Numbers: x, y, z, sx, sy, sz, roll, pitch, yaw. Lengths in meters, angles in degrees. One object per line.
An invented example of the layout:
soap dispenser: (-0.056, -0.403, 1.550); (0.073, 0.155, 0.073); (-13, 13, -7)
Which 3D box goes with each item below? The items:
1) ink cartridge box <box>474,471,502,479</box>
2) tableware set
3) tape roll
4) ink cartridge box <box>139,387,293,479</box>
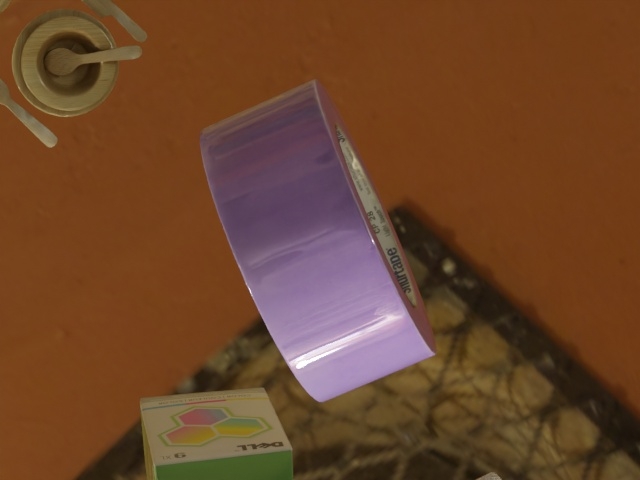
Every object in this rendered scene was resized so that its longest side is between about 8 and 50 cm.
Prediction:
ink cartridge box: (0.017, 0.393, 1.224); (0.395, 0.166, 0.285); (-27, -101, -12)
tableware set: (-0.237, -0.175, 1.294); (0.128, 0.194, 0.039); (-50, -161, -5)
tape roll: (0.000, 0.000, 1.034); (0.080, 0.189, 0.189); (-23, -128, 6)
ink cartridge box: (-0.081, 0.181, 1.311); (0.109, 0.062, 0.209); (-5, -165, -9)
